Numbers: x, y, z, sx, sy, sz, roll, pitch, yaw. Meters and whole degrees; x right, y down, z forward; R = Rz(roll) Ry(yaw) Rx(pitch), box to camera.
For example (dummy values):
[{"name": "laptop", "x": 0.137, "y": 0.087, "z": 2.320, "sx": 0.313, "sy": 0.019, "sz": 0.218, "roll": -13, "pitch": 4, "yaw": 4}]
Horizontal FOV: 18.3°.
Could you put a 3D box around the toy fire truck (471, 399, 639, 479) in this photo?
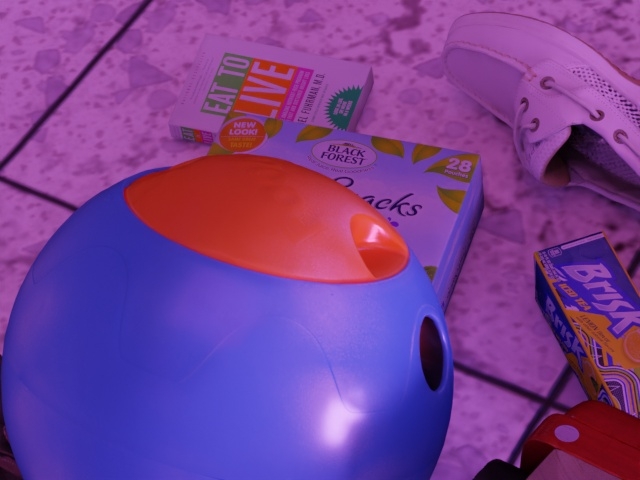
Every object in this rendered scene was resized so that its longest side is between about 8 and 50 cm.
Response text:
[{"name": "toy fire truck", "x": 0.204, "y": 0.189, "z": 1.213, "sx": 0.158, "sy": 0.217, "sz": 0.246, "roll": 24, "pitch": 42, "yaw": 26}]

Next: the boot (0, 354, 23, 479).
[{"name": "boot", "x": -0.283, "y": 0.167, "z": 1.379, "sx": 0.263, "sy": 0.091, "sz": 0.229, "roll": 13, "pitch": 47, "yaw": 13}]

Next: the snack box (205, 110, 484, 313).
[{"name": "snack box", "x": 0.000, "y": 0.000, "z": 1.481, "sx": 0.207, "sy": 0.070, "sz": 0.174, "roll": 12, "pitch": 53, "yaw": 16}]

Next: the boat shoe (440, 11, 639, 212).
[{"name": "boat shoe", "x": 0.189, "y": -0.087, "z": 1.511, "sx": 0.277, "sy": 0.098, "sz": 0.096, "roll": 29, "pitch": 65, "yaw": 32}]

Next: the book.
[{"name": "book", "x": -0.040, "y": -0.111, "z": 1.610, "sx": 0.144, "sy": 0.035, "sz": 0.096, "roll": 11, "pitch": 56, "yaw": 15}]

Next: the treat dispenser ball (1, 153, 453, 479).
[{"name": "treat dispenser ball", "x": -0.059, "y": 0.088, "z": 1.271, "sx": 0.288, "sy": 0.288, "sz": 0.288, "roll": -4, "pitch": 49, "yaw": 4}]

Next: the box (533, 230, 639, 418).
[{"name": "box", "x": 0.207, "y": 0.075, "z": 1.400, "sx": 0.059, "sy": 0.054, "sz": 0.169, "roll": -17, "pitch": 49, "yaw": -8}]
